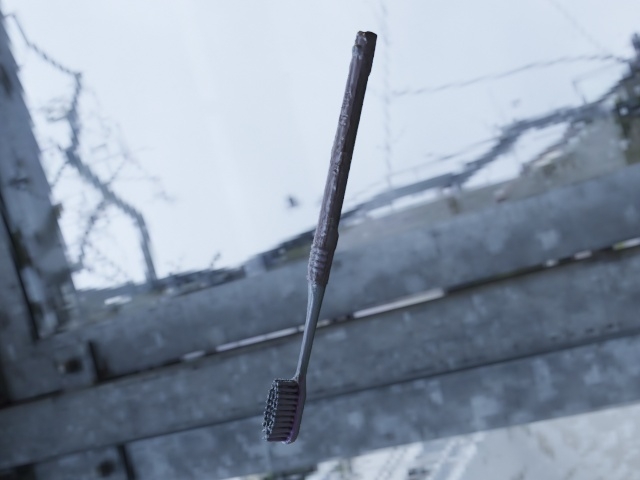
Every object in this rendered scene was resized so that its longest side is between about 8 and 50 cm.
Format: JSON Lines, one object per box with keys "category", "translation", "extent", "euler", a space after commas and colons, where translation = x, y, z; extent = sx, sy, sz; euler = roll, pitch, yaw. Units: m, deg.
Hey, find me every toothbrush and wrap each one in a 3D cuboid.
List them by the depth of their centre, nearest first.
{"category": "toothbrush", "translation": [0.000, 0.000, 0.347], "extent": [0.008, 0.006, 0.097], "euler": [7, -81, -38]}
